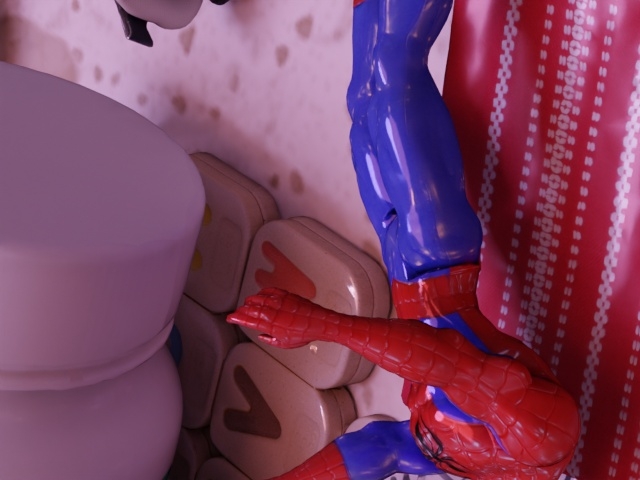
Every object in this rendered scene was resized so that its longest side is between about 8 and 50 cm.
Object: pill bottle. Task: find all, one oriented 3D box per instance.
[{"bbox_3d":[-0.175,0.117,0.835,0.204,0.204,0.361,40,123,37],"label":"pill bottle"}]

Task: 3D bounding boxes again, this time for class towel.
[{"bbox_3d":[0.136,0.000,0.641,0.275,0.031,0.198,20,110,44],"label":"towel"}]

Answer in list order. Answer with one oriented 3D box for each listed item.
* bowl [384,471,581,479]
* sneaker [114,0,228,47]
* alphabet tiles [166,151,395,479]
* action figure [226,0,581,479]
[{"bbox_3d":[0.051,0.163,0.689,0.170,0.170,0.080,24,147,43],"label":"bowl"},{"bbox_3d":[-0.095,-0.158,0.826,0.235,0.094,0.153,5,90,37],"label":"sneaker"},{"bbox_3d":[-0.052,0.113,0.868,0.278,0.021,0.284,34,119,40],"label":"alphabet tiles"},{"bbox_3d":[0.000,0.000,0.665,0.091,0.139,0.280,125,128,-75],"label":"action figure"}]
